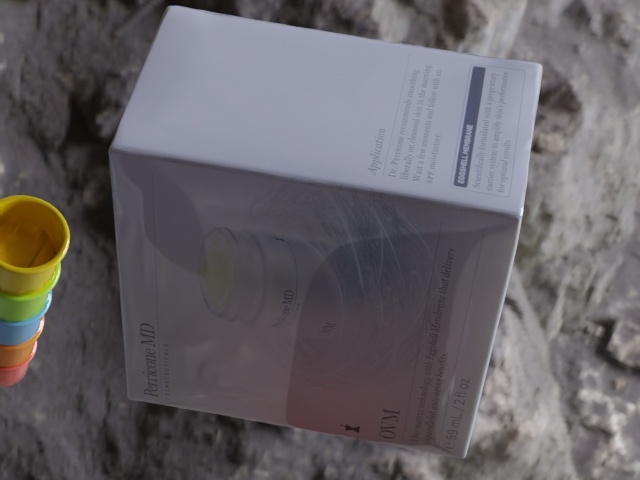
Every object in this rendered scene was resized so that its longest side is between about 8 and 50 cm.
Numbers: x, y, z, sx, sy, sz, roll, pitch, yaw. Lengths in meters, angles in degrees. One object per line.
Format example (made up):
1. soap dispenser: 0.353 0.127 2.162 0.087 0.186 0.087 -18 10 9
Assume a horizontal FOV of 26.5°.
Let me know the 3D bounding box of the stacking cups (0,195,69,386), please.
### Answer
1. stacking cups: -0.350 0.067 1.518 0.096 0.316 0.096 9 59 -15

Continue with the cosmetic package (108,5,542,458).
1. cosmetic package: 0.000 0.000 0.824 0.224 0.224 0.138 10 47 6
